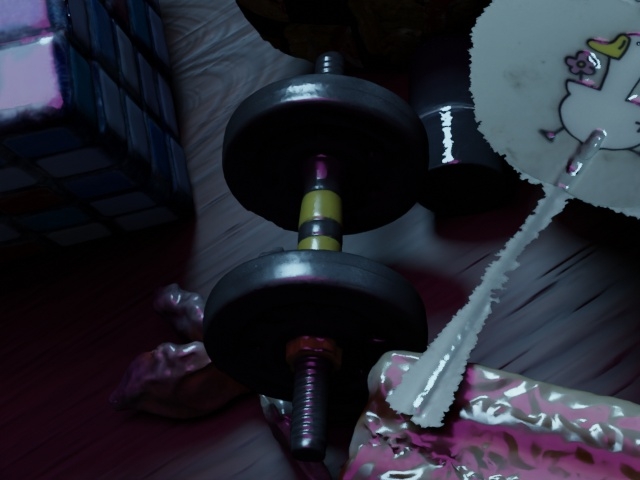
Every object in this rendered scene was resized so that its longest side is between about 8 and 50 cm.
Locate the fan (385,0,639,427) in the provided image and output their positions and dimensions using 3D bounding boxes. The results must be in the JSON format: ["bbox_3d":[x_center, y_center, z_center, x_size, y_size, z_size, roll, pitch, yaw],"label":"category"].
[{"bbox_3d":[0.159,-0.048,0.967,0.233,0.012,0.414,29,62,23],"label":"fan"}]

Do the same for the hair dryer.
[{"bbox_3d":[0.033,-0.072,1.189,0.219,0.071,0.124,-13,54,18],"label":"hair dryer"}]

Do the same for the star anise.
[{"bbox_3d":[-0.041,0.073,1.112,0.208,0.063,0.171,21,62,26],"label":"star anise"}]

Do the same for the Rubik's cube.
[{"bbox_3d":[-0.281,-0.148,1.144,0.293,0.287,0.291,-14,74,8],"label":"Rubik's cube"}]

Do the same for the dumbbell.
[{"bbox_3d":[0.000,0.000,1.040,0.143,0.143,0.325,-6,51,12],"label":"dumbbell"}]

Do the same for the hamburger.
[{"bbox_3d":[0.038,-0.210,1.179,0.231,0.231,0.106,5,71,19],"label":"hamburger"}]

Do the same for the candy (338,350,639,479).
[{"bbox_3d":[0.180,0.176,0.911,0.321,0.179,0.135,11,69,21],"label":"candy"}]
